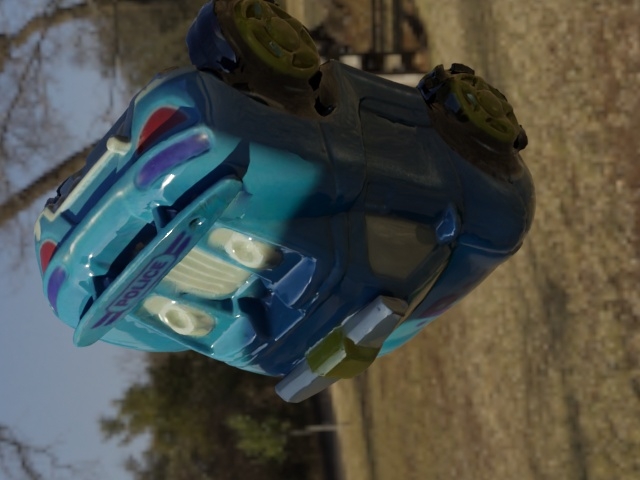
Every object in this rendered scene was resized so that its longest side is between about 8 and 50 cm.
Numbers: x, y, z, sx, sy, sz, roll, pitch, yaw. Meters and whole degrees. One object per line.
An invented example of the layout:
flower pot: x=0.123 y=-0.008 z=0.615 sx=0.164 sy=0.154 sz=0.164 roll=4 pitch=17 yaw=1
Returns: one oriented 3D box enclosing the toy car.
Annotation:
toy car: x=0.000 y=0.000 z=0.718 sx=0.198 sy=0.314 sz=0.166 roll=-42 pitch=53 yaw=33
